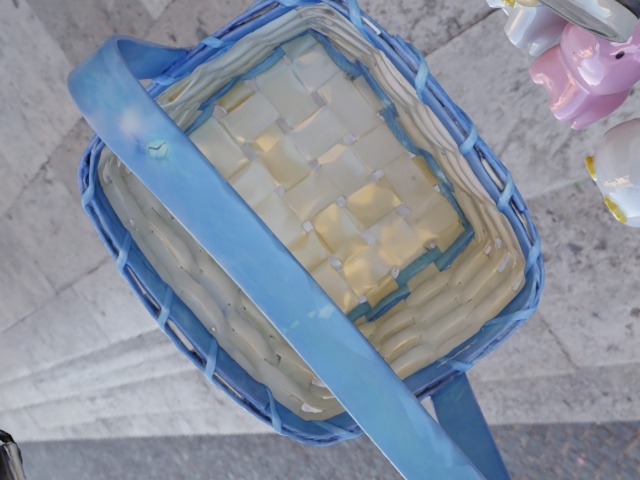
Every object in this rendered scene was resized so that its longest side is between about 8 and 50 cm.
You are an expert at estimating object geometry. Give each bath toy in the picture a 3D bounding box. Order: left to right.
[{"bbox_3d":[0.247,-0.179,0.793,0.129,0.151,0.348,-34,72,26],"label":"bath toy"}]

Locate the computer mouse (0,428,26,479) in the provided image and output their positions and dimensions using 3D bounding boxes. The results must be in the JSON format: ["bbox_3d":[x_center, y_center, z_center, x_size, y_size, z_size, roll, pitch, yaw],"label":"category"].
[{"bbox_3d":[-0.198,0.231,0.386,0.072,0.272,0.188,33,125,-28],"label":"computer mouse"}]

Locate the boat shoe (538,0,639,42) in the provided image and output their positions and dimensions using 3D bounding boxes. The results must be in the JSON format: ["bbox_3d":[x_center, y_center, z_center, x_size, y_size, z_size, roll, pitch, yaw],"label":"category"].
[{"bbox_3d":[0.082,-0.176,0.420,0.206,0.065,0.075,31,-169,-14],"label":"boat shoe"}]

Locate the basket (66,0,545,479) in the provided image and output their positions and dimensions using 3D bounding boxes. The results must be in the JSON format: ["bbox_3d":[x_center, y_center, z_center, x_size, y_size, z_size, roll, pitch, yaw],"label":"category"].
[{"bbox_3d":[0.000,0.000,0.465,0.255,0.201,0.289,51,-174,-8],"label":"basket"}]
